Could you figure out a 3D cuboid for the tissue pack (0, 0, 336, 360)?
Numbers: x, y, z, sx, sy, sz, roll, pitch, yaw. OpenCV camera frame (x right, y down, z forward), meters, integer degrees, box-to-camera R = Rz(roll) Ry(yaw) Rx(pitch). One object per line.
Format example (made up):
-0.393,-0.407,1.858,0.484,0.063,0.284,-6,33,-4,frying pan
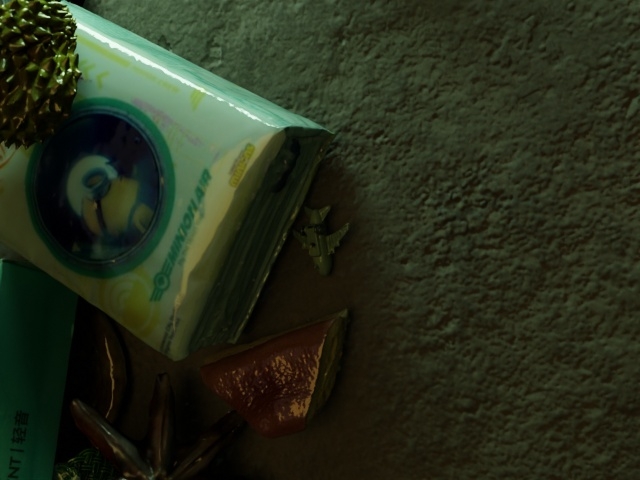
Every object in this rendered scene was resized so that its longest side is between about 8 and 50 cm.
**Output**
-0.220,-0.081,1.122,0.388,0.162,0.287,30,101,22,tissue pack

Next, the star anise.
-0.188,0.287,1.098,0.288,0.288,0.088,57,152,13,star anise

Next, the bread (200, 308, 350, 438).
-0.043,0.159,1.097,0.192,0.067,0.119,-19,76,24,bread

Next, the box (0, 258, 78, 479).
-0.409,0.188,1.162,0.205,0.118,0.311,-10,69,41,box

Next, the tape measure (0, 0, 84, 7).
-0.378,-0.345,1.218,0.182,0.107,0.181,48,117,19,tape measure

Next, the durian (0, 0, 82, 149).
-0.308,-0.165,1.009,0.108,0.119,0.187,43,104,22,durian

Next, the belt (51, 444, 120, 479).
-0.283,0.311,1.182,0.079,0.121,0.151,50,142,17,belt

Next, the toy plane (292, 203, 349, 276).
-0.002,0.000,1.089,0.080,0.033,0.083,-5,91,37,toy plane

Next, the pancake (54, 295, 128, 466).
-0.350,0.179,1.266,0.250,0.031,0.250,-1,88,29,pancake
